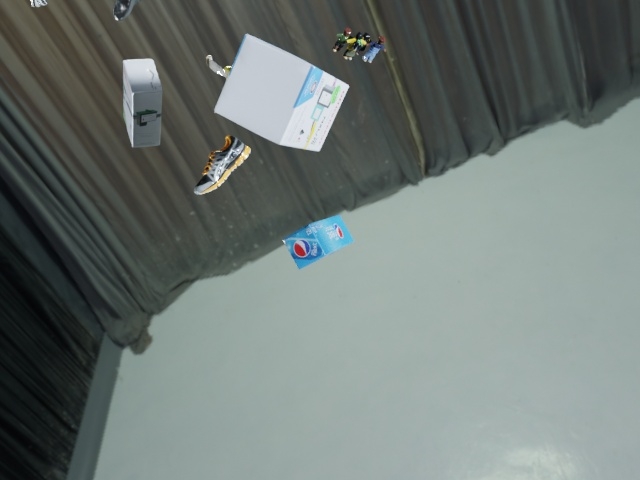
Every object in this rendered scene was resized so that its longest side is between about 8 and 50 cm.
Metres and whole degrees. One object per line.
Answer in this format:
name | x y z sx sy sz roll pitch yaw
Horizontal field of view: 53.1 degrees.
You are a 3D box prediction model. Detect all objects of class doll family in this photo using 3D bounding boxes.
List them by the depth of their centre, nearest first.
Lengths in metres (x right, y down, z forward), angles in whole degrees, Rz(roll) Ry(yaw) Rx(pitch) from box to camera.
doll family | 0.139 -0.674 2.200 0.192 0.111 0.076 -8 61 -36

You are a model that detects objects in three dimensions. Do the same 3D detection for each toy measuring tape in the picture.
toy measuring tape | -0.295 -0.618 2.351 0.121 0.121 0.330 -38 50 -14

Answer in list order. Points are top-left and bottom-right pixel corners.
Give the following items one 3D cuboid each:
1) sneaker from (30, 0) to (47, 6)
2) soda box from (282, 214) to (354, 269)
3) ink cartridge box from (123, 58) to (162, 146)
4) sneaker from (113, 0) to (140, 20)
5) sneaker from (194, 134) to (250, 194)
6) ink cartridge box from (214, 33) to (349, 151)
sneaker | -0.775 -0.675 1.707 0.043 0.109 0.040 -14 19 23
soda box | 0.000 0.000 1.342 0.067 0.071 0.210 -29 -2 20
ink cartridge box | -0.548 -0.422 1.968 0.092 0.219 0.160 -9 54 -22
sneaker | -0.514 -0.693 1.805 0.170 0.051 0.089 -51 -9 29
sneaker | -0.306 -0.223 1.908 0.215 0.083 0.084 -50 25 -16
ink cartridge box | -0.088 -0.356 1.592 0.197 0.198 0.270 29 13 15
